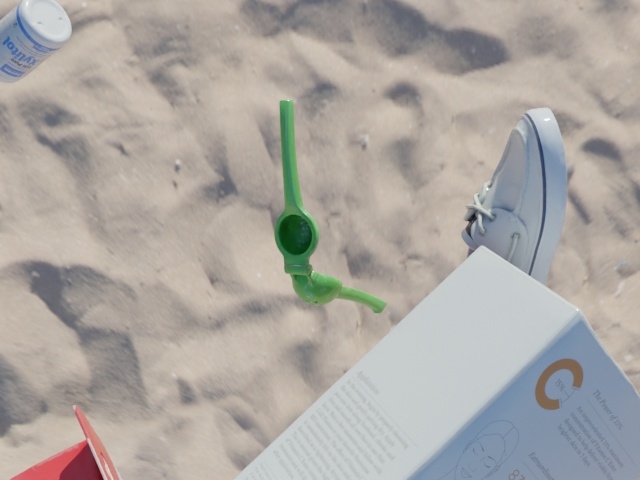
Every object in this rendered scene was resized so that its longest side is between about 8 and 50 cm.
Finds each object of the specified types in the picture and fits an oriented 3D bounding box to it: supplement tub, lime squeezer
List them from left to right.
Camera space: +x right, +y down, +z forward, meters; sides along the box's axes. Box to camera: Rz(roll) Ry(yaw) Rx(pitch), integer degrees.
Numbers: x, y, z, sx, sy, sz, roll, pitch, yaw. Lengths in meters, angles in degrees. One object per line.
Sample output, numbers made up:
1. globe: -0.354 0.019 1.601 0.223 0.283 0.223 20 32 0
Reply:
1. supplement tub: -0.361 -0.245 1.273 0.107 0.071 0.071 -28 71 36
2. lime squeezer: 0.000 0.000 1.152 0.110 0.310 0.059 -44 37 -24

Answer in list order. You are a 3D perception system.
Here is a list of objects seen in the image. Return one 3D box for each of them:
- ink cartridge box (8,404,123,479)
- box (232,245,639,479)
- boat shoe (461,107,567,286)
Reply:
1. ink cartridge box: -0.165 0.249 0.804 0.078 0.231 0.134 -27 47 -13
2. box: 0.122 0.214 0.995 0.345 0.168 0.215 -42 122 -4
3. boat shoe: 0.190 -0.014 1.090 0.088 0.268 0.096 -5 41 -10
